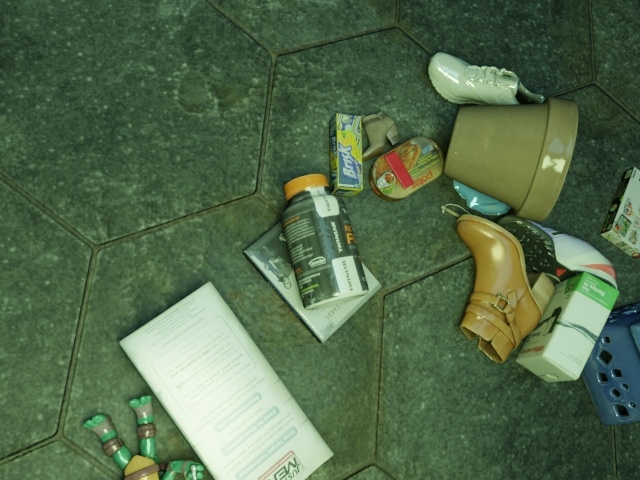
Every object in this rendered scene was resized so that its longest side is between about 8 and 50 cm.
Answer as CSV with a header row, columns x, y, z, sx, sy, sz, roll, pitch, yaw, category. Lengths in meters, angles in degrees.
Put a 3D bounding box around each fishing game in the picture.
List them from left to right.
x,y,z,sx,sy,sz,roll,pitch,yaw,category
0.388,-0.149,1.395,0.189,0.041,0.264,23,78,-11,fishing game

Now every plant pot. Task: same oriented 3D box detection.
x,y,z,sx,sy,sz,roll,pitch,yaw,category
0.389,-0.189,1.277,0.229,0.263,0.263,14,70,10,plant pot
0.725,0.259,1.302,0.235,0.212,0.236,-15,82,-21,plant pot

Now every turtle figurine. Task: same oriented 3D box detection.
x,y,z,sx,sy,sz,roll,pitch,yaw,category
-0.295,0.387,0.987,0.175,0.118,0.234,-16,67,-31,turtle figurine

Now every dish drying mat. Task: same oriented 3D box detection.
x,y,z,sx,sy,sz,roll,pitch,yaw,category
0.172,-0.152,1.303,0.032,0.008,0.083,-30,86,-23,dish drying mat

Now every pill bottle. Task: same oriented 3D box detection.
x,y,z,sx,sy,sz,roll,pitch,yaw,category
0.000,0.000,1.146,0.130,0.130,0.246,-12,79,-20,pill bottle

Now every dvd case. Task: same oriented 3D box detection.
x,y,z,sx,sy,sz,roll,pitch,yaw,category
-0.013,0.060,1.212,0.179,0.029,0.239,-41,91,-23,dvd case

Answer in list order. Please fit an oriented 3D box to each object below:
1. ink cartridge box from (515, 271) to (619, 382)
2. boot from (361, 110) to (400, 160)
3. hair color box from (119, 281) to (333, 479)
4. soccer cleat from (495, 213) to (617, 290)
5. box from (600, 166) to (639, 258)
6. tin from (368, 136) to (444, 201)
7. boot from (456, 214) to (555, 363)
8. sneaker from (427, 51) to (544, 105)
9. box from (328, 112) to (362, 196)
x,y,z,sx,sy,sz,roll,pitch,yaw,category
0.518,0.187,1.270,0.086,0.153,0.208,32,74,5,ink cartridge box
0.118,-0.235,1.332,0.118,0.042,0.087,-28,79,-24,boot
-0.168,0.281,1.058,0.185,0.113,0.374,-35,88,-22,hair color box
0.538,0.022,1.375,0.318,0.109,0.116,30,47,-6,soccer cleat
0.788,-0.070,1.504,0.114,0.036,0.207,34,68,-7,box
0.192,-0.157,1.334,0.189,0.040,0.106,-30,82,-22,tin
0.354,0.102,1.293,0.283,0.109,0.220,46,71,-10,boot
0.392,-0.366,1.405,0.297,0.129,0.111,24,72,-9,sneaker
0.054,-0.182,1.285,0.059,0.054,0.169,4,75,-17,box
